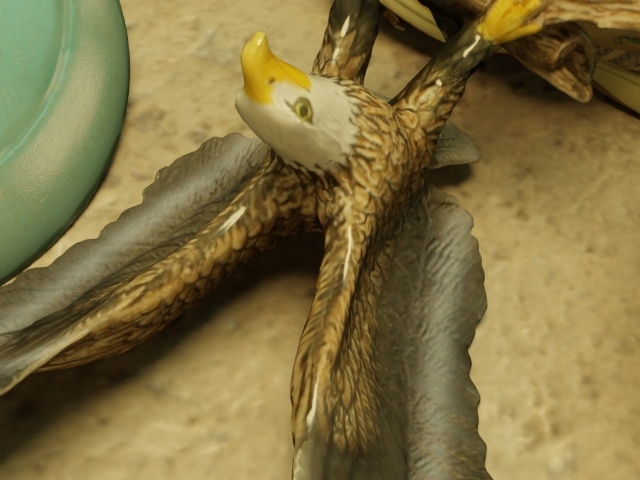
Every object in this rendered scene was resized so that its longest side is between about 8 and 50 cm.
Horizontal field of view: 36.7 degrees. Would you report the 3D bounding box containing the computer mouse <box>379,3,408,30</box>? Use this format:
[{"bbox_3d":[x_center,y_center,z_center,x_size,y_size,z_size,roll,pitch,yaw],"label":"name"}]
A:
[{"bbox_3d":[0.106,-0.197,0.633,0.193,0.042,0.106,-20,59,-23],"label":"computer mouse"}]

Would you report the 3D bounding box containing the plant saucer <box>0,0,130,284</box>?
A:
[{"bbox_3d":[-0.241,-0.109,0.440,0.317,0.044,0.317,9,66,-21],"label":"plant saucer"}]

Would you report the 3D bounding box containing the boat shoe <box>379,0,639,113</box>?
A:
[{"bbox_3d":[0.140,-0.156,0.549,0.285,0.089,0.104,20,67,-6],"label":"boat shoe"}]

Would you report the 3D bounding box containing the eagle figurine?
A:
[{"bbox_3d":[-0.006,-0.004,0.407,0.226,0.225,0.298,15,76,53],"label":"eagle figurine"}]
